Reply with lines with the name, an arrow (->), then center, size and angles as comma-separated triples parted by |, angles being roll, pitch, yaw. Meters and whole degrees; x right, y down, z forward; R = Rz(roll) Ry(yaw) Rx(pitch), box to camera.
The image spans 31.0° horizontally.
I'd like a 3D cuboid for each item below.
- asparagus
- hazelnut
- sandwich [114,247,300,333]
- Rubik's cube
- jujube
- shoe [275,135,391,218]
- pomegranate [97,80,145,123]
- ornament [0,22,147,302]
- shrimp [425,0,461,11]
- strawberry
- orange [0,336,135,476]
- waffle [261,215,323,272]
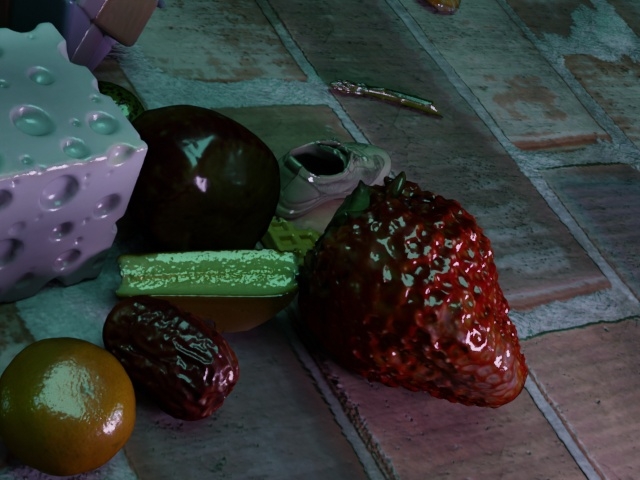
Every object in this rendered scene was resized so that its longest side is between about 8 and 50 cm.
asparagus -> 0.120, -0.259, 2.076 | 0.236, 0.027, 0.034 | 11, 32, -22
hazelnut -> -0.159, -0.083, 1.557 | 0.218, 0.234, 0.218 | -12, 43, 11
sandwich -> -0.147, 0.068, 1.502 | 0.244, 0.088, 0.090 | 0, 50, -15
Rubik's cube -> -0.413, -0.413, 1.663 | 0.358, 0.368, 0.387 | 29, -2, 2
jujube -> -0.183, 0.137, 1.394 | 0.176, 0.109, 0.112 | 37, 62, 10
shoe -> 0.020, -0.114, 1.805 | 0.103, 0.098, 0.274 | 48, 41, 16
pomegranate -> -0.316, -0.143, 1.632 | 0.138, 0.163, 0.125 | 33, -3, -19
ornament -> -0.395, -0.088, 1.406 | 0.239, 0.239, 0.240 | -17, 58, -42
shrimp -> 0.237, -0.547, 2.454 | 0.132, 0.051, 0.188 | 23, 41, -38
strawberry -> 0.135, 0.093, 1.531 | 0.351, 0.267, 0.312 | 47, 8, -11
orange -> -0.282, 0.184, 1.275 | 0.156, 0.124, 0.156 | 16, 57, -26
waffle -> 0.000, 0.000, 1.725 | 0.191, 0.032, 0.125 | -5, 48, -38
